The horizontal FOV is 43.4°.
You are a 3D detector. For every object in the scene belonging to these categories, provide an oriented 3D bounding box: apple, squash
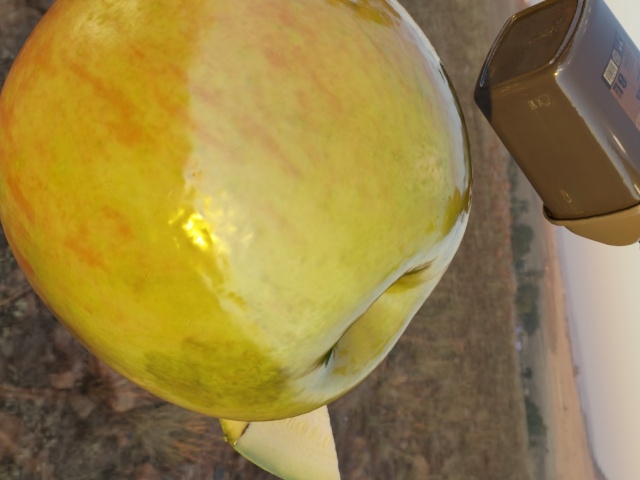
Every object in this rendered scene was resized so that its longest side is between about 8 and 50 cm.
[{"bbox_3d":[-0.053,-0.044,0.585,0.339,0.340,0.339,-7,90,-73],"label":"apple"},{"bbox_3d":[-0.027,0.238,1.170,0.289,0.111,0.203,39,80,-47],"label":"squash"}]

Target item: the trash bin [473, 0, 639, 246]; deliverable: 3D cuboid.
[{"bbox_3d":[0.337,-0.148,1.012,0.290,0.182,0.209,45,57,-26],"label":"trash bin"}]
